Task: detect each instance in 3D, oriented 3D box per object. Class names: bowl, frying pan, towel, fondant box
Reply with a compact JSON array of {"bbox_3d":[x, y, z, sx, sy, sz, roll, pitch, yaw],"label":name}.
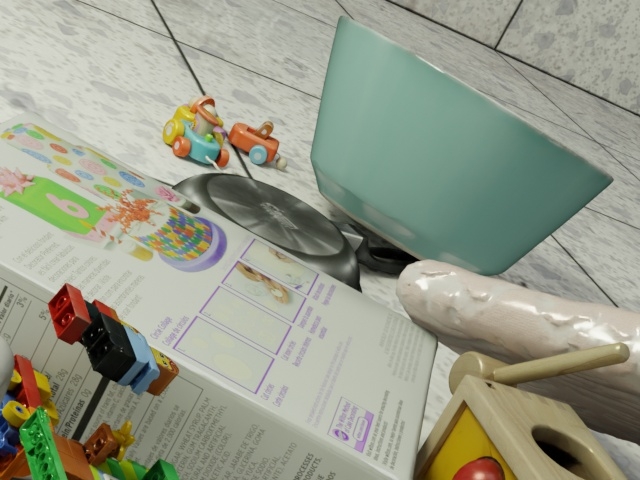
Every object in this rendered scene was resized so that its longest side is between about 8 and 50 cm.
[{"bbox_3d":[0.113,-0.074,1.331,0.311,0.163,0.311,30,8,-5],"label":"bowl"},{"bbox_3d":[0.007,0.014,1.182,0.326,0.053,0.197,15,23,-27],"label":"frying pan"},{"bbox_3d":[0.256,0.113,0.948,0.331,0.053,0.317,15,-11,35],"label":"towel"},{"bbox_3d":[-0.098,0.056,0.828,0.330,0.096,0.238,30,18,0],"label":"fondant box"}]

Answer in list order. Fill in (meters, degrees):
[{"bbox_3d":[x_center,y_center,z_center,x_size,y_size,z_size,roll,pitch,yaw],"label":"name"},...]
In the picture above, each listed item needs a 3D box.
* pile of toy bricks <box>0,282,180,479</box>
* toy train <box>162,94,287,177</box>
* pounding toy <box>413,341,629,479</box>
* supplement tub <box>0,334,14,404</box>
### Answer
[{"bbox_3d":[-0.092,0.121,0.641,0.105,0.118,0.212,34,14,-35],"label":"pile of toy bricks"},{"bbox_3d":[-0.090,-0.106,1.351,0.125,0.046,0.166,28,18,-1],"label":"toy train"},{"bbox_3d":[0.104,0.127,0.792,0.094,0.181,0.206,19,20,-27],"label":"pounding toy"},{"bbox_3d":[-0.238,0.060,0.526,0.199,0.144,0.144,27,18,-5],"label":"supplement tub"}]
